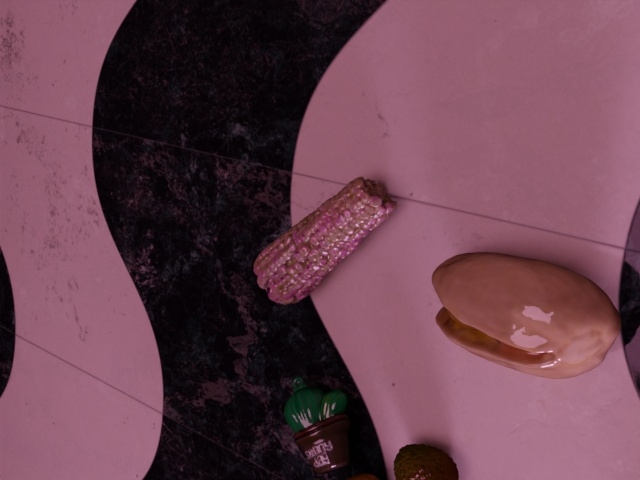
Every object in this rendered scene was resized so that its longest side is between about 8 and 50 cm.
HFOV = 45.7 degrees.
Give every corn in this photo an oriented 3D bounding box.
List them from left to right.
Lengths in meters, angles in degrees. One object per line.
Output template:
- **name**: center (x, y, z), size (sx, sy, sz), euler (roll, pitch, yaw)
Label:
- **corn**: center (0.002, 0.002, 1.441), size (0.335, 0.127, 0.126), euler (-42, 71, 34)

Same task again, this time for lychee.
- **lychee**: center (0.192, 0.426, 1.363), size (0.146, 0.114, 0.114), euler (42, 122, 49)

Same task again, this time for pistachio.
- **pistachio**: center (0.315, 0.107, 1.192), size (0.299, 0.187, 0.187), euler (20, 108, 41)

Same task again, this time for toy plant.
- **toy plant**: center (-0.002, 0.356, 1.511), size (0.143, 0.105, 0.200), euler (-33, 65, 28)

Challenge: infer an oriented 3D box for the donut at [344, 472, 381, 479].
- **donut**: center (0.045, 0.532, 1.423), size (0.226, 0.226, 0.114), euler (-54, 54, 30)
